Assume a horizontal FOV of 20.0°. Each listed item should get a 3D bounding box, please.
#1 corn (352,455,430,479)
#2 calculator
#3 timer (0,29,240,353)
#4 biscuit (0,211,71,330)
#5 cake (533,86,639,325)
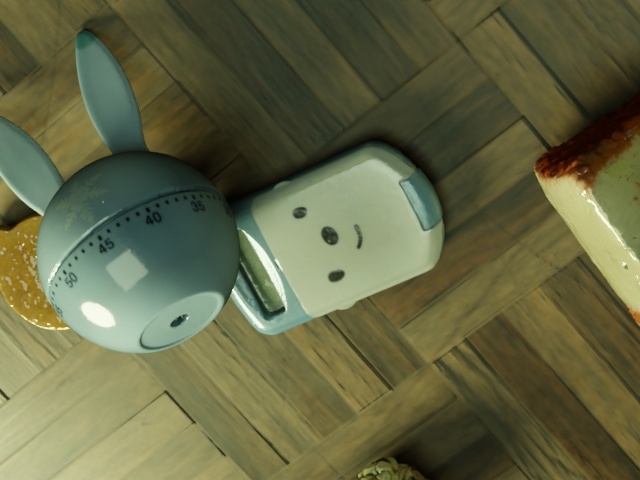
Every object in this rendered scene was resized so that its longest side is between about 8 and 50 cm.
[{"bbox_3d":[0.017,0.270,1.566,0.087,0.087,0.211,43,115,-8],"label":"corn"},{"bbox_3d":[0.000,0.000,1.487,0.210,0.039,0.121,-23,104,18],"label":"calculator"},{"bbox_3d":[-0.158,-0.021,1.443,0.175,0.255,0.175,-13,133,-15],"label":"timer"},{"bbox_3d":[-0.188,0.020,1.530,0.184,0.027,0.133,-25,100,15],"label":"biscuit"},{"bbox_3d":[0.298,-0.056,1.350,0.262,0.159,0.158,-37,98,18],"label":"cake"}]
